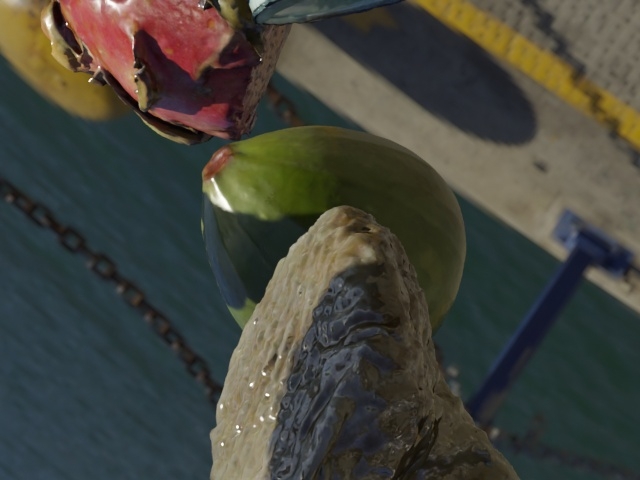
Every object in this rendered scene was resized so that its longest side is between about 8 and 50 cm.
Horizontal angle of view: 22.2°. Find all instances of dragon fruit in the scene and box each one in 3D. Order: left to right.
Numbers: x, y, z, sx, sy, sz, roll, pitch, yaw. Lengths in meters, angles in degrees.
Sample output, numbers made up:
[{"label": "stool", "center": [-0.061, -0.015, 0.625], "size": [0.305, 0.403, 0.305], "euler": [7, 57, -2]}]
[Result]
[{"label": "dragon fruit", "center": [-0.151, -0.250, 1.518], "size": [0.263, 0.296, 0.314], "euler": [19, 149, -2]}]

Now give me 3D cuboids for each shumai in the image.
[{"label": "shumai", "center": [0.069, 0.144, 1.456], "size": [0.262, 0.314, 0.267], "euler": [24, 151, -25]}]

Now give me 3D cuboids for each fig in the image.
[{"label": "fig", "center": [0.000, 0.000, 1.883], "size": [0.316, 0.316, 0.316], "euler": [32, 159, 14]}]

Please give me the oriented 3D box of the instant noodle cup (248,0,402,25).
[{"label": "instant noodle cup", "center": [0.005, -0.336, 1.233], "size": [0.284, 0.284, 0.312], "euler": [-16, 88, 65]}]
